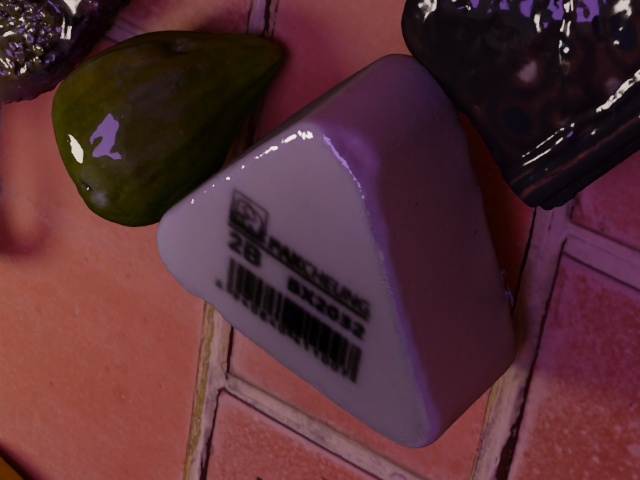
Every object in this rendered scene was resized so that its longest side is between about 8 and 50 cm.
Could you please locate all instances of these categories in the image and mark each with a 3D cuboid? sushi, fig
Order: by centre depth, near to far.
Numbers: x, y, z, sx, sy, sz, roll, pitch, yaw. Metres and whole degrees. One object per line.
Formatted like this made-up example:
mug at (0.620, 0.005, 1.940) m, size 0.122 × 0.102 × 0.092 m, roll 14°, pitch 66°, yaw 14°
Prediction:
fig at (-0.159, -0.116, 1.768) m, size 0.167 × 0.167 × 0.233 m, roll 54°, pitch 135°, yaw 4°
sushi at (-0.286, -0.210, 1.864) m, size 0.241 × 0.107 × 0.161 m, roll 19°, pitch 125°, yaw 30°

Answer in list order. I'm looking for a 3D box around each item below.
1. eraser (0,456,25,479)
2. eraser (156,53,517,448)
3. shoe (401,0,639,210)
eraser at (-0.366, 0.357, 2.221) m, size 0.226 × 0.069 × 0.158 m, roll 42°, pitch 129°, yaw 14°
eraser at (0.000, 0.000, 1.682) m, size 0.331 × 0.150 × 0.331 m, roll 31°, pitch 142°, yaw 28°
shoe at (0.221, -0.201, 1.425) m, size 0.237 × 0.171 × 0.384 m, roll 51°, pitch 140°, yaw 1°
